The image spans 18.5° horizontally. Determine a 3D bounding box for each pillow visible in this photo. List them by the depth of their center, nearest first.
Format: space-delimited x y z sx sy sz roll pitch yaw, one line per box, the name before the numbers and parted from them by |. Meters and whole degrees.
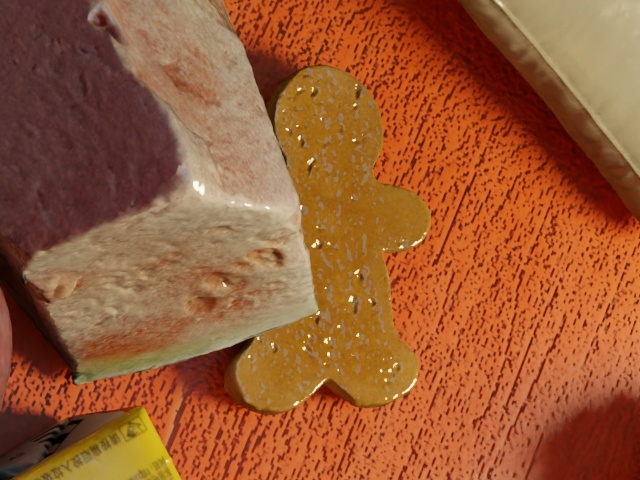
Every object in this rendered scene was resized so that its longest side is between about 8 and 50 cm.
pillow | 0.239 -0.184 1.419 0.255 0.120 0.322 -50 116 -20

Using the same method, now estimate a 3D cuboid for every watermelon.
watermelon | -0.120 -0.055 1.138 0.228 0.258 0.387 -28 119 -10

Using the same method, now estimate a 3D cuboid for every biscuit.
biscuit | -0.001 0.000 1.342 0.158 0.035 0.240 5 81 -26

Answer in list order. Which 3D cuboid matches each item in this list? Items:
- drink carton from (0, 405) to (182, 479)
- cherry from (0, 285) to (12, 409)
drink carton | -0.092 0.280 1.193 0.111 0.154 0.351 -29 95 -25
cherry | -0.296 0.065 1.099 0.236 0.213 0.285 14 92 15
